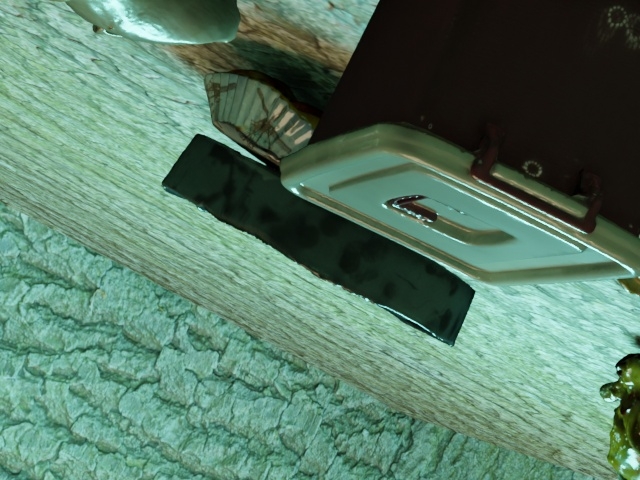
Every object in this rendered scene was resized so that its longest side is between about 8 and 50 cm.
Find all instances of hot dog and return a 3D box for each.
[{"bbox_3d":[-0.008,-0.091,1.653,0.162,0.082,0.270,27,178,28],"label":"hot dog"}]

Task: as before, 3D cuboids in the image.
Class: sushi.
[{"bbox_3d":[0.449,0.242,2.183,0.200,0.213,0.204,-14,163,38],"label":"sushi"}]

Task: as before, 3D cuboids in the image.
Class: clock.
[{"bbox_3d":[0.000,0.000,1.714,0.325,0.067,0.325,29,179,1],"label":"clock"}]

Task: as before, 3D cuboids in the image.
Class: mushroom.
[{"bbox_3d":[-0.146,-0.196,1.288,0.108,0.096,0.247,63,-166,17],"label":"mushroom"}]

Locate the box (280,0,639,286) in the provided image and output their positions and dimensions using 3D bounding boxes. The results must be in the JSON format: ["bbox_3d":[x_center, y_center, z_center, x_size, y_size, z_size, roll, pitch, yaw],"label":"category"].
[{"bbox_3d":[0.109,-0.082,1.143,0.193,0.167,0.294,24,171,-13],"label":"box"}]

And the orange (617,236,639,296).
[{"bbox_3d":[0.271,-0.017,1.306,0.160,0.112,0.170,32,149,11],"label":"orange"}]
